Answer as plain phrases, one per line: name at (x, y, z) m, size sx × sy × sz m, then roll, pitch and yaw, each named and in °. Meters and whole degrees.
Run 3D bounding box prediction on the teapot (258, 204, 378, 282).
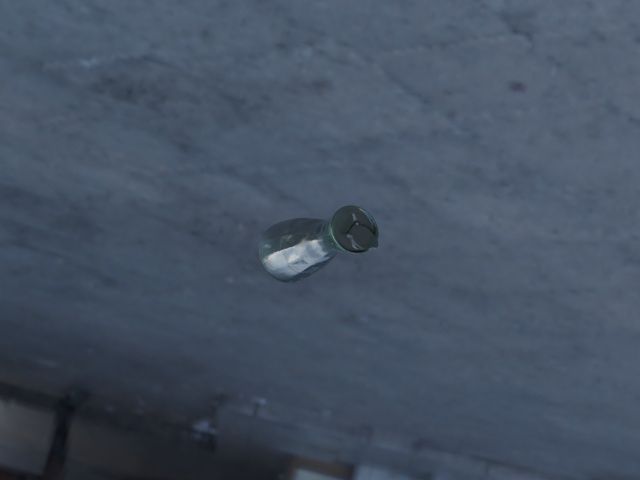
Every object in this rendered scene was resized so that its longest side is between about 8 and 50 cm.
teapot at (0.000, 0.000, 0.961) m, size 0.042 × 0.043 × 0.110 m, roll 21°, pitch 162°, yaw -22°
